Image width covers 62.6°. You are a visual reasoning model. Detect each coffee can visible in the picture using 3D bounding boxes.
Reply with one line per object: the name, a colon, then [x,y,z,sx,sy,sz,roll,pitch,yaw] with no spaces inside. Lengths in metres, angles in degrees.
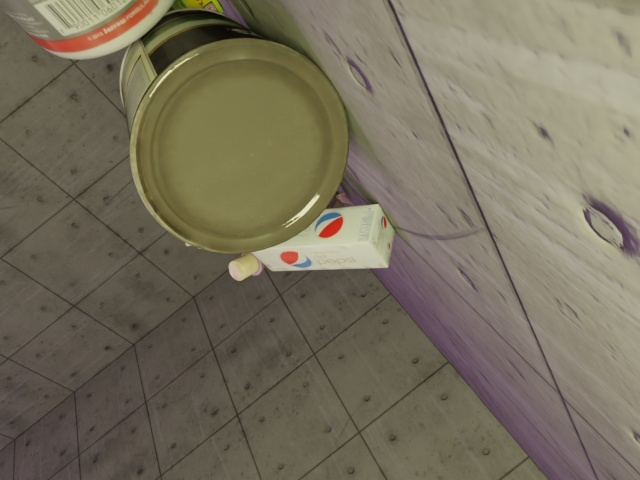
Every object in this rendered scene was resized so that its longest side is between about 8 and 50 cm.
coffee can: [-0.114,-0.138,0.586,0.201,0.201,0.275,51,-179,-35]

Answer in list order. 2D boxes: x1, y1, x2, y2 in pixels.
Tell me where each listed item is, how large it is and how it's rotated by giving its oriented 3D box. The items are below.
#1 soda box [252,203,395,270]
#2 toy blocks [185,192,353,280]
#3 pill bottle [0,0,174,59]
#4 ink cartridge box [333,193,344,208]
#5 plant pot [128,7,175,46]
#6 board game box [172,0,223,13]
soda box: [0.000,0.000,0.817,0.074,0.216,0.069,50,-133,-46]
toy blocks: [-0.115,-0.115,1.051,0.288,0.309,0.260,44,-139,14]
pill bottle: [-0.297,-0.361,0.471,0.210,0.210,0.363,52,179,30]
ink cartridge box: [-0.092,-0.093,1.249,0.193,0.234,0.088,51,-178,-29]
plant pot: [-0.413,-0.504,1.001,0.293,0.275,0.275,33,-170,-33]
board game box: [-0.221,-0.394,0.801,0.181,0.043,0.092,47,177,44]
